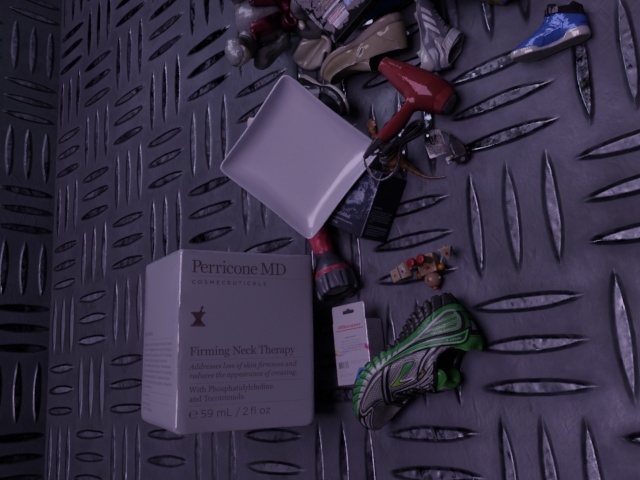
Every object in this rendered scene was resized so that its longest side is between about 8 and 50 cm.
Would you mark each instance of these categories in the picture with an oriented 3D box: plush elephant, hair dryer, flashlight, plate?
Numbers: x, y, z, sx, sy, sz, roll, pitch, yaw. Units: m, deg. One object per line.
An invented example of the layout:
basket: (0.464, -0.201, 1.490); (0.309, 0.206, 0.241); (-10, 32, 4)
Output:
plush elephant: (-0.089, -0.585, 1.689); (0.256, 0.330, 0.271); (-7, 90, 21)
hair dryer: (0.187, -0.281, 1.398); (0.224, 0.080, 0.293); (-10, 66, -1)
flashlight: (0.000, 0.000, 1.585); (0.103, 0.103, 0.304); (-38, 59, 35)
plate: (-0.048, -0.189, 1.489); (0.277, 0.045, 0.278); (38, 109, 2)

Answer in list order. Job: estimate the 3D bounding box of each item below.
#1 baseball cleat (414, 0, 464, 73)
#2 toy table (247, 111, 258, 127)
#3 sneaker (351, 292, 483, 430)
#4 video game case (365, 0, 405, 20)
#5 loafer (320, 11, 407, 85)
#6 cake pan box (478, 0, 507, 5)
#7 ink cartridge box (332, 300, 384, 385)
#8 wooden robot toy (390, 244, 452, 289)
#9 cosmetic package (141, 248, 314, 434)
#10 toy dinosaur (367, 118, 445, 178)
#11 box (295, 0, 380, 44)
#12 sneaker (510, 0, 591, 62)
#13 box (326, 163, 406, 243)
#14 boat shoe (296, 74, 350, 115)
baseball cleat: (0.266, -0.474, 1.443); (0.110, 0.072, 0.205); (-7, 82, 30)
toy table: (-0.072, -0.231, 1.623); (0.274, 0.252, 0.160); (15, 110, 34)
sneaker: (0.190, 0.274, 1.327); (0.343, 0.134, 0.146); (-55, 51, 22)
video game case: (0.192, -0.696, 1.546); (0.270, 0.061, 0.244); (-15, 74, 41)
loafer: (0.103, -0.441, 1.561); (0.269, 0.102, 0.092); (-28, 88, 46)
cake pan box: (0.294, -0.640, 1.335); (0.246, 0.070, 0.266); (13, 93, 1)
ink cartridge box: (0.089, 0.237, 1.484); (0.104, 0.062, 0.181); (-18, 71, 41)
wooden robot toy: (0.222, 0.071, 1.381); (0.173, 0.076, 0.079); (-27, 75, 39)
cosmetic package: (-0.230, 0.239, 1.557); (0.327, 0.330, 0.393); (-18, 71, 61)
toy dinosaur: (0.173, -0.183, 1.463); (0.211, 0.112, 0.064); (40, 88, -1)
box: (0.060, -0.656, 1.471); (0.257, 0.079, 0.322); (45, 112, 2)
sneaker: (0.437, -0.407, 1.254); (0.152, 0.058, 0.084); (-16, 78, 38)
box: (0.094, -0.096, 1.516); (0.156, 0.093, 0.158); (25, 100, 44)
boat shoe: (-0.008, -0.357, 1.656); (0.233, 0.079, 0.084); (35, 152, 46)
